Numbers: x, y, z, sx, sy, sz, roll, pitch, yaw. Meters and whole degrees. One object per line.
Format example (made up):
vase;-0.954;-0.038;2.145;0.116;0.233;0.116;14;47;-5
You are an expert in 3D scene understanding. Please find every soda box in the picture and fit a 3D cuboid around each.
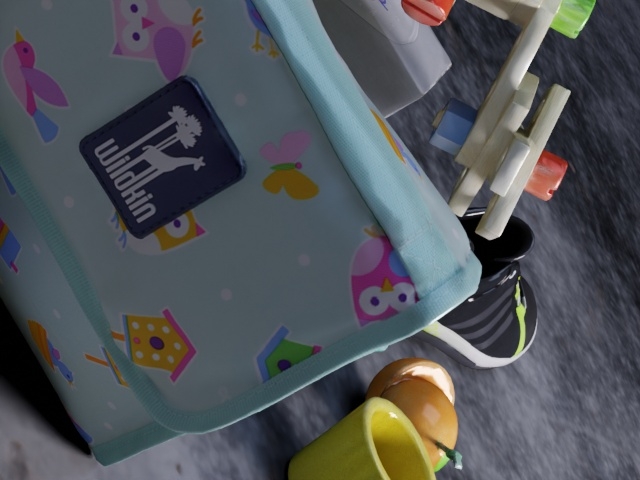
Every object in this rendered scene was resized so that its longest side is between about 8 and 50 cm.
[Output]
soda box;-0.032;-0.204;1.293;0.286;0.098;0.091;58;23;-7

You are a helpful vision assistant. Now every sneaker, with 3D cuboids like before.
sneaker;0.112;0.028;1.321;0.234;0.097;0.084;16;50;-59

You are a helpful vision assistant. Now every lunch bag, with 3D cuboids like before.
lunch bag;-0.060;-0.037;0.826;0.160;0.262;0.223;-31;93;-26

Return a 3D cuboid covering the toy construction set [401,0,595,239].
toy construction set;0.036;-0.151;1.169;0.327;0.151;0.215;33;65;-16

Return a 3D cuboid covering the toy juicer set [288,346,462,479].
toy juicer set;0.000;0.000;1.134;0.329;0.089;0.209;63;23;6
